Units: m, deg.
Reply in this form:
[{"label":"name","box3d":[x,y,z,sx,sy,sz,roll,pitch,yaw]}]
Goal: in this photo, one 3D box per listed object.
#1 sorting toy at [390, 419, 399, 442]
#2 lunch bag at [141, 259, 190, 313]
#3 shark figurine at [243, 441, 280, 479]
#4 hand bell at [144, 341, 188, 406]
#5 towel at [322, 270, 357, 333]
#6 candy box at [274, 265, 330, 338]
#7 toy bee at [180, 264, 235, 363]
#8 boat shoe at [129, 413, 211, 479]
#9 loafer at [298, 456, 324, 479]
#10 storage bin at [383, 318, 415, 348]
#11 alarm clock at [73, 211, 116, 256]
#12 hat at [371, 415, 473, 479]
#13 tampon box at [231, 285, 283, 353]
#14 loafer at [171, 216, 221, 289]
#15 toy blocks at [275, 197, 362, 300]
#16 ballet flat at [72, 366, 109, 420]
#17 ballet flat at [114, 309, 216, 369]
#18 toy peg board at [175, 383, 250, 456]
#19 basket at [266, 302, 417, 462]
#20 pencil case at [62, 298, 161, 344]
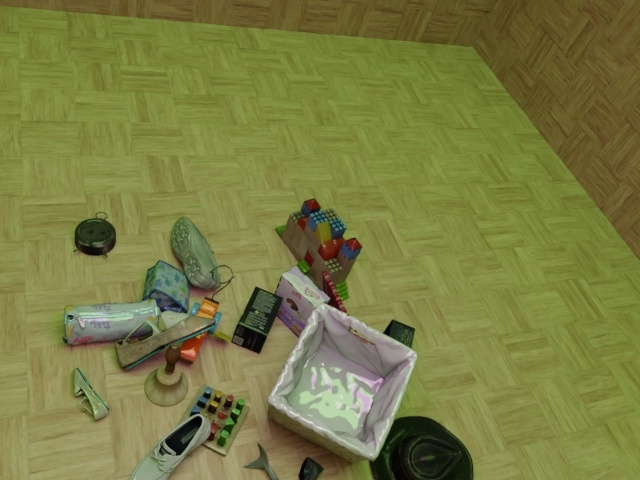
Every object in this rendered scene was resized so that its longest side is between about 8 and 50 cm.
[{"label":"sorting toy","box3d":[0.215,0.599,1.800,0.062,0.012,0.083,-2,51,-19]},{"label":"lunch bag","box3d":[-0.485,0.157,1.870,0.151,0.096,0.129,32,38,-34]},{"label":"shark figurine","box3d":[-0.125,0.687,1.525,0.166,0.116,0.278,14,49,-11]},{"label":"hand bell","box3d":[-0.419,0.351,1.617,0.126,0.242,0.126,10,48,-11]},{"label":"towel","box3d":[0.064,0.257,1.926,0.031,0.199,0.275,-20,57,-12]},{"label":"candy box","box3d":[-0.072,0.207,1.910,0.165,0.196,0.070,43,49,18]},{"label":"toy bee","box3d":[-0.354,0.246,1.823,0.195,0.162,0.298,45,70,0]},{"label":"boat shoe","box3d":[-0.400,0.551,1.519,0.095,0.084,0.258,34,64,21]},{"label":"loafer","box3d":[-0.035,0.683,1.598,0.061,0.062,0.170,26,47,-4]},{"label":"storage bin","box3d":[0.243,0.369,1.937,0.084,0.122,0.180,22,46,-1]},{"label":"alarm clock","box3d":[-0.753,-0.031,1.957,0.129,0.064,0.192,9,45,-14]},{"label":"hat","box3d":[0.323,0.643,1.709,0.331,0.134,0.331,10,50,-12]},{"label":"tampon box","box3d":[-0.202,0.255,1.870,0.101,0.120,0.161,23,46,-1]},{"label":"loafer","box3d":[-0.427,0.045,1.997,0.111,0.112,0.319,31,24,-49]},{"label":"toy blocks","box3d":[0.000,0.000,2.077,0.190,0.261,0.381,-18,58,-33]},{"label":"ballet flat","box3d":[-0.646,0.422,1.600,0.052,0.057,0.168,-35,68,-29]},{"label":"ballet flat","box3d":[-0.456,0.265,1.670,0.316,0.107,0.106,-26,89,4]},{"label":"toy peg board","box3d":[-0.299,0.493,1.651,0.160,0.079,0.161,26,46,2]},{"label":"basket","box3d":[0.052,0.415,1.670,0.328,0.266,0.331,27,65,4]},{"label":"pencil case","box3d":[-0.619,0.236,1.727,0.273,0.124,0.114,-2,51,-23]}]
